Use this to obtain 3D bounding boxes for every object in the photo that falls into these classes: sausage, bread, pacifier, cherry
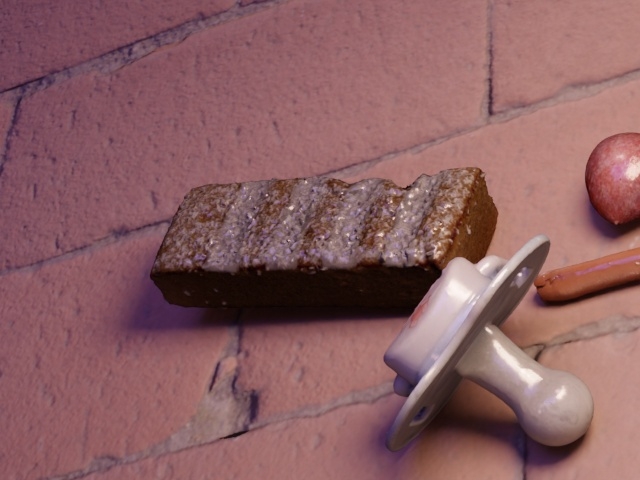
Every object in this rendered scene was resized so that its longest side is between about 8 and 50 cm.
[{"bbox_3d":[0.332,0.033,1.981,0.186,0.043,0.043,-17,43,20],"label":"sausage"},{"bbox_3d":[0.000,0.000,2.157,0.417,0.113,0.165,-2,45,26],"label":"bread"},{"bbox_3d":[0.196,0.139,1.889,0.226,0.238,0.287,39,95,17],"label":"pacifier"},{"bbox_3d":[0.374,-0.111,2.053,0.107,0.090,0.225,-2,50,36],"label":"cherry"}]
